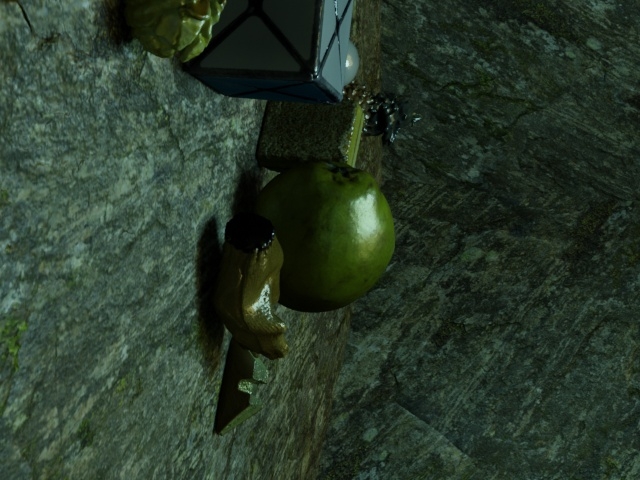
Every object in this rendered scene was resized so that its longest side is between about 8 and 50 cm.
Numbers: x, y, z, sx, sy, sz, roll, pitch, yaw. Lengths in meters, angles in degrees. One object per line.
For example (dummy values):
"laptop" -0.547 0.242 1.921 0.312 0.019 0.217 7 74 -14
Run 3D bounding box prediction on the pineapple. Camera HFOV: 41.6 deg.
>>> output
"pineapple" 0.120 -0.362 2.449 0.223 0.357 0.223 5 90 -83

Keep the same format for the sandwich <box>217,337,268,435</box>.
"sandwich" -0.177 0.335 1.951 0.090 0.088 0.244 63 34 -65

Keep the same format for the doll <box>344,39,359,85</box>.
"doll" -0.001 -0.446 2.142 0.251 0.221 0.221 74 24 -71

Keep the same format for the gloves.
"gloves" -0.150 0.108 1.786 0.203 0.155 0.356 -86 170 -57

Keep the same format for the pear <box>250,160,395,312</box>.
"pear" 0.000 0.000 1.980 0.413 0.352 0.352 110 -3 -46

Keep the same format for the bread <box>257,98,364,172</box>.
"bread" -0.022 -0.254 2.061 0.110 0.234 0.184 71 28 -63

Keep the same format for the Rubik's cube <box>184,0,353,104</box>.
"Rubik's cube" -0.090 -0.400 1.567 0.260 0.259 0.255 14 81 -76

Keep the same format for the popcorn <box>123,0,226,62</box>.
"popcorn" -0.217 -0.336 1.229 0.162 0.135 0.141 11 -104 60
